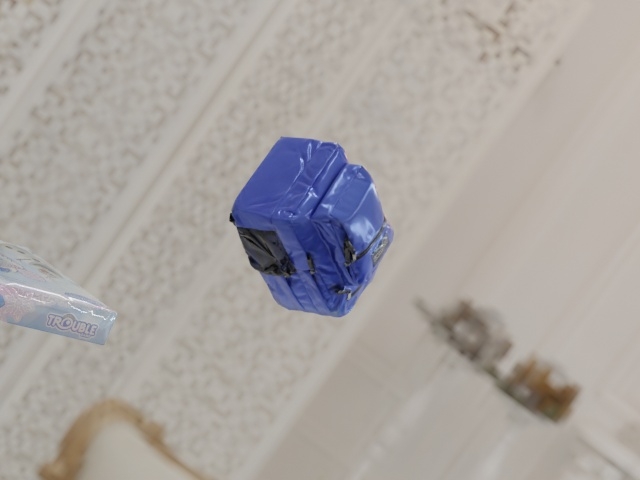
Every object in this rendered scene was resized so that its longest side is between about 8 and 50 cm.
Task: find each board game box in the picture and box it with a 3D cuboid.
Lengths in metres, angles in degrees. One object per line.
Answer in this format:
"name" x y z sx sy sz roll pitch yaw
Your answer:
"board game box" -0.155 0.017 0.880 0.090 0.020 0.090 18 8 -42

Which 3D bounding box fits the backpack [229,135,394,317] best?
"backpack" 0.000 0.000 1.397 0.101 0.098 0.120 14 -39 34
